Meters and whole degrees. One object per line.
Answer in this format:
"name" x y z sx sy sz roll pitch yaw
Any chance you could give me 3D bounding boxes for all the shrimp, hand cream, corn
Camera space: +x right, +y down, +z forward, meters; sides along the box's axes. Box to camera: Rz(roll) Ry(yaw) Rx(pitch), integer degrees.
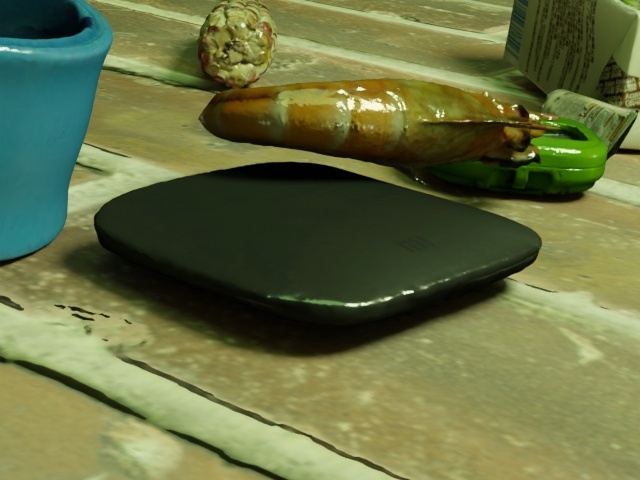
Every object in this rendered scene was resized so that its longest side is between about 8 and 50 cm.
"shrimp" 0.040 -0.074 0.847 0.248 0.068 0.150 4 5 -18
"hand cream" 0.222 -0.096 1.060 0.039 0.061 0.143 33 10 -18
"corn" -0.082 -0.202 1.251 0.079 0.080 0.237 4 16 -5

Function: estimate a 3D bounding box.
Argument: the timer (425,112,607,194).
"timer" 0.141 -0.070 0.967 0.140 0.047 0.128 4 18 -4

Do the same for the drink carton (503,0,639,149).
"drink carton" 0.316 -0.184 1.213 0.194 0.132 0.324 2 21 -11

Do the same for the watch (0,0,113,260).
"watch" -0.272 -0.098 0.703 0.274 0.242 0.305 22 22 6

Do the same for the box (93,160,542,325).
"box" 0.000 0.000 0.736 0.201 0.042 0.212 21 25 38
